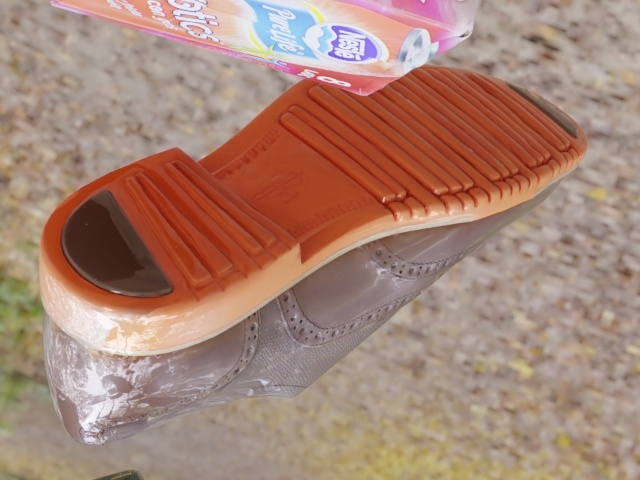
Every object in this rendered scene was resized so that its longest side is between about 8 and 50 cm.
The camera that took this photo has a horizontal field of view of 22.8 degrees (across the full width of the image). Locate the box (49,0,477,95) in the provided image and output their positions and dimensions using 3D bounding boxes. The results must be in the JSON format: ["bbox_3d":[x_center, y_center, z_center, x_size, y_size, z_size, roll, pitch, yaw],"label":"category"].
[{"bbox_3d":[0.003,-0.193,0.546,0.128,0.257,0.122,15,171,-13],"label":"box"}]

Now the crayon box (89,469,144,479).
[{"bbox_3d":[-0.222,0.253,1.008,0.278,0.081,0.165,-15,-155,-16],"label":"crayon box"}]

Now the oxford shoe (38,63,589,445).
[{"bbox_3d":[0.000,0.000,0.877,0.130,0.364,0.132,44,139,33],"label":"oxford shoe"}]
